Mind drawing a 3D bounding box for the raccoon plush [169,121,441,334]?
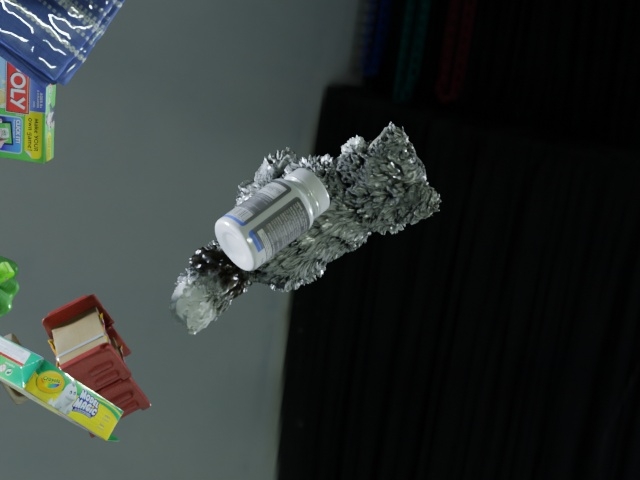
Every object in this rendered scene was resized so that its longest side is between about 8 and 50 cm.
[{"bbox_3d":[0.000,0.000,1.922,0.299,0.216,0.446,-14,35,44],"label":"raccoon plush"}]

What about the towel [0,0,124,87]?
[{"bbox_3d":[-0.281,-0.358,1.261,0.243,0.336,0.040,38,-15,-22],"label":"towel"}]

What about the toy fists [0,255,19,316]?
[{"bbox_3d":[-0.561,0.130,1.806,0.142,0.096,0.279,-2,42,47],"label":"toy fists"}]

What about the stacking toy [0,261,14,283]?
[{"bbox_3d":[-0.486,-0.007,1.431,0.221,0.052,0.167,-12,61,-53],"label":"stacking toy"}]

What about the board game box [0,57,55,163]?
[{"bbox_3d":[-0.517,-0.290,1.863,0.213,0.317,0.046,9,19,7],"label":"board game box"}]

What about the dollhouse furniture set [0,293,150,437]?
[{"bbox_3d":[-0.508,0.267,2.082,0.374,0.152,0.201,-26,31,-4],"label":"dollhouse furniture set"}]

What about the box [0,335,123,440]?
[{"bbox_3d":[-0.288,0.159,1.288,0.105,0.043,0.179,20,-19,33],"label":"box"}]

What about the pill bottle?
[{"bbox_3d":[-0.059,-0.029,1.514,0.137,0.078,0.078,-37,33,-26],"label":"pill bottle"}]
